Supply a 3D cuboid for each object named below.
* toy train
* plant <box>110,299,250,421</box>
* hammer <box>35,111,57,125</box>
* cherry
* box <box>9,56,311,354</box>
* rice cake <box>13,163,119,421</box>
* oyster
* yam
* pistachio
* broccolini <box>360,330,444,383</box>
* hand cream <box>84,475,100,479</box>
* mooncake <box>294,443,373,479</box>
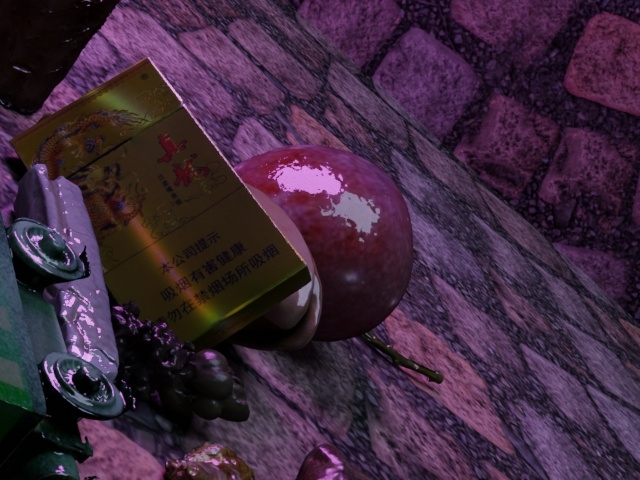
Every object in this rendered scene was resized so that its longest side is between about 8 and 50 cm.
[{"bbox_3d":[-0.259,0.068,1.069,0.202,0.120,0.301,28,23,-37],"label":"toy train"},{"bbox_3d":[-0.138,0.116,1.327,0.174,0.087,0.085,30,50,-28],"label":"plant"},{"bbox_3d":[-0.242,-0.103,1.680,0.159,0.041,0.226,51,18,26],"label":"hammer"},{"bbox_3d":[0.000,0.000,1.706,0.285,0.213,0.236,26,13,-24],"label":"cherry"},{"bbox_3d":[-0.164,-0.032,1.462,0.311,0.173,0.043,53,-10,27],"label":"box"},{"bbox_3d":[-0.227,0.041,1.295,0.063,0.066,0.336,25,21,-29],"label":"rice cake"},{"bbox_3d":[-0.090,0.210,1.279,0.146,0.045,0.121,33,5,-34],"label":"oyster"},{"bbox_3d":[-0.286,-0.284,1.635,0.131,0.280,0.131,36,9,-6],"label":"yam"},{"bbox_3d":[-0.092,0.022,1.527,0.238,0.153,0.138,49,-7,29],"label":"pistachio"},{"bbox_3d":[0.086,0.136,1.912,0.194,0.054,0.052,46,45,-18],"label":"broccolini"},{"bbox_3d":[-0.097,0.228,1.135,0.257,0.050,0.084,15,74,-52],"label":"hand cream"},{"bbox_3d":[0.028,0.260,1.362,0.130,0.073,0.125,39,18,-12],"label":"mooncake"}]
